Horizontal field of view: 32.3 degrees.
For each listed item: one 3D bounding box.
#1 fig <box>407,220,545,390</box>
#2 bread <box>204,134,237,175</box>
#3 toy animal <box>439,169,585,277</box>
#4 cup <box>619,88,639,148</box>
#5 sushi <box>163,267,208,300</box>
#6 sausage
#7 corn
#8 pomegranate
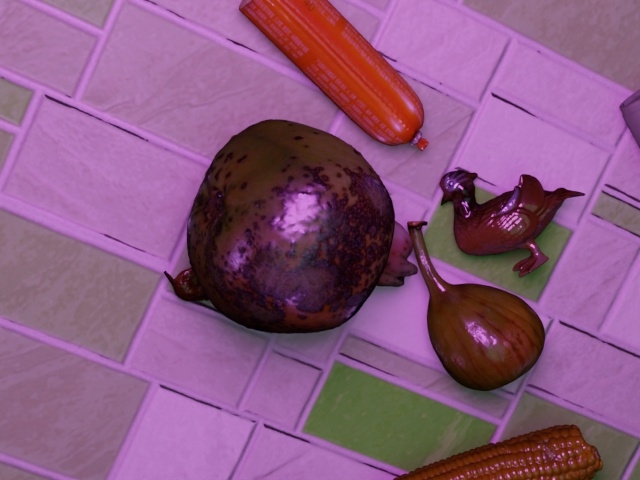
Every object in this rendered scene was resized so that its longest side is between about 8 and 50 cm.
[{"bbox_3d":[0.196,0.092,1.531,0.151,0.151,0.259,-40,107,-1],"label":"fig"},{"bbox_3d":[-0.121,-0.101,1.484,0.049,0.033,0.088,30,100,-40],"label":"bread"},{"bbox_3d":[0.269,-0.048,1.553,0.188,0.089,0.179,-34,91,3],"label":"toy animal"},{"bbox_3d":[0.492,-0.153,1.556,0.120,0.120,0.141,-35,99,-2],"label":"cup"},{"bbox_3d":[-0.150,0.055,1.504,0.120,0.055,0.052,-12,94,-19],"label":"sushi"},{"bbox_3d":[0.032,-0.229,1.458,0.312,0.093,0.093,43,91,-17],"label":"sausage"},{"bbox_3d":[0.235,0.364,1.614,0.363,0.120,0.120,-17,105,-6],"label":"corn"},{"bbox_3d":[0.000,0.000,1.426,0.341,0.285,0.284,16,100,-39],"label":"pomegranate"}]
